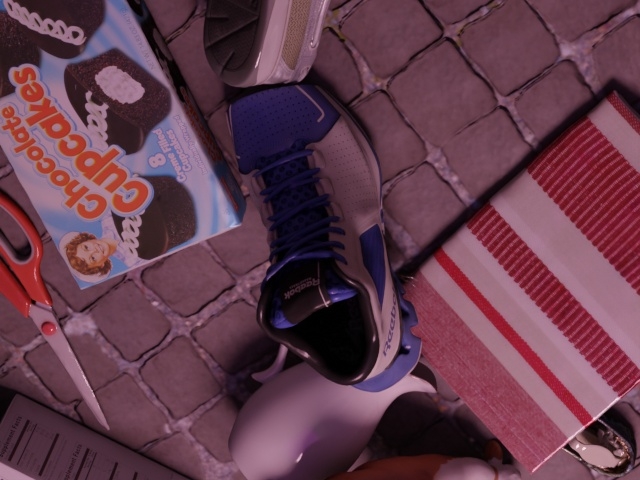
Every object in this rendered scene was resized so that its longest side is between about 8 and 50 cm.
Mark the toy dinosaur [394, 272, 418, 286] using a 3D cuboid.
[{"bbox_3d":[0.050,0.049,1.540,0.090,0.082,0.047,9,113,-23],"label":"toy dinosaur"}]

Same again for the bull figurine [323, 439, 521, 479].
[{"bbox_3d":[0.074,0.283,1.573,0.188,0.310,0.101,-39,62,31],"label":"bull figurine"}]

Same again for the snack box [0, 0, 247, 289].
[{"bbox_3d":[-0.226,-0.127,1.500,0.187,0.060,0.322,-22,110,14],"label":"snack box"}]

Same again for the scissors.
[{"bbox_3d":[-0.289,0.073,1.611,0.109,0.021,0.297,-36,104,16],"label":"scissors"}]

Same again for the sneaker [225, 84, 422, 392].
[{"bbox_3d":[0.000,0.001,1.432,0.127,0.182,0.316,-21,88,14],"label":"sneaker"}]

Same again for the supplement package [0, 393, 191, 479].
[{"bbox_3d":[-0.262,0.298,1.643,0.244,0.134,0.139,29,112,-8],"label":"supplement package"}]

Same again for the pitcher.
[{"bbox_3d":[-0.010,0.155,1.581,0.207,0.125,0.178,-42,85,8],"label":"pitcher"}]

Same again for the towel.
[{"bbox_3d":[0.249,0.045,1.516,0.329,0.037,0.237,-44,83,19],"label":"towel"}]

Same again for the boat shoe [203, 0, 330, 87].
[{"bbox_3d":[-0.017,-0.292,1.398,0.118,0.103,0.320,34,117,40],"label":"boat shoe"}]

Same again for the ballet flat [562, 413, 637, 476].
[{"bbox_3d":[0.254,0.189,1.593,0.188,0.070,0.070,28,112,-7],"label":"ballet flat"}]
